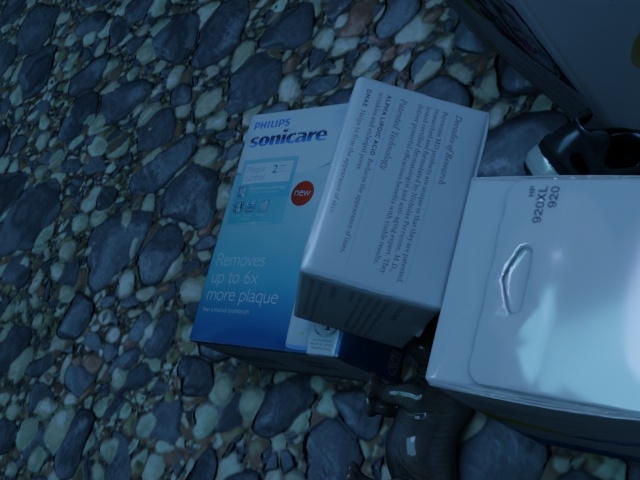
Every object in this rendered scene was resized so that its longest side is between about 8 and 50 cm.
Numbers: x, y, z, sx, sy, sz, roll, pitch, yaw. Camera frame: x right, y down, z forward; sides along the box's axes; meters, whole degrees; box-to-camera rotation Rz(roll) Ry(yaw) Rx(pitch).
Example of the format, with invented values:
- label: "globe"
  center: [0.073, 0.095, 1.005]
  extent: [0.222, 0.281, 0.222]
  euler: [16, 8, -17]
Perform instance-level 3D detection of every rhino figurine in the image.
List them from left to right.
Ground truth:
- label: "rhino figurine"
  center: [0.096, 0.167, 0.778]
  extent: [0.106, 0.073, 0.243]
  euler: [14, 74, 6]

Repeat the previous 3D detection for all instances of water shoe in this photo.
- label: "water shoe"
  center: [0.263, -0.049, 0.672]
  extent: [0.080, 0.203, 0.073]
  euler: [-46, 48, 32]

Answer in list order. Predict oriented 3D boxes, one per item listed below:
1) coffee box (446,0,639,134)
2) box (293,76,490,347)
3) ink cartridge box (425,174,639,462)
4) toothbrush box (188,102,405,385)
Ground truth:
- label: "coffee box"
  center: [0.273, -0.324, 0.713]
  extent: [0.337, 0.334, 0.338]
  euler: [-44, 47, 13]
- label: "box"
  center: [0.057, -0.016, 0.706]
  extent: [0.119, 0.181, 0.182]
  euler: [17, 73, 1]
- label: "ink cartridge box"
  center: [0.222, 0.072, 0.624]
  extent: [0.168, 0.232, 0.171]
  euler: [2, 70, 38]
- label: "toothbrush box"
  center: [0.000, 0.000, 0.910]
  extent: [0.216, 0.126, 0.296]
  euler: [1, 68, 38]
